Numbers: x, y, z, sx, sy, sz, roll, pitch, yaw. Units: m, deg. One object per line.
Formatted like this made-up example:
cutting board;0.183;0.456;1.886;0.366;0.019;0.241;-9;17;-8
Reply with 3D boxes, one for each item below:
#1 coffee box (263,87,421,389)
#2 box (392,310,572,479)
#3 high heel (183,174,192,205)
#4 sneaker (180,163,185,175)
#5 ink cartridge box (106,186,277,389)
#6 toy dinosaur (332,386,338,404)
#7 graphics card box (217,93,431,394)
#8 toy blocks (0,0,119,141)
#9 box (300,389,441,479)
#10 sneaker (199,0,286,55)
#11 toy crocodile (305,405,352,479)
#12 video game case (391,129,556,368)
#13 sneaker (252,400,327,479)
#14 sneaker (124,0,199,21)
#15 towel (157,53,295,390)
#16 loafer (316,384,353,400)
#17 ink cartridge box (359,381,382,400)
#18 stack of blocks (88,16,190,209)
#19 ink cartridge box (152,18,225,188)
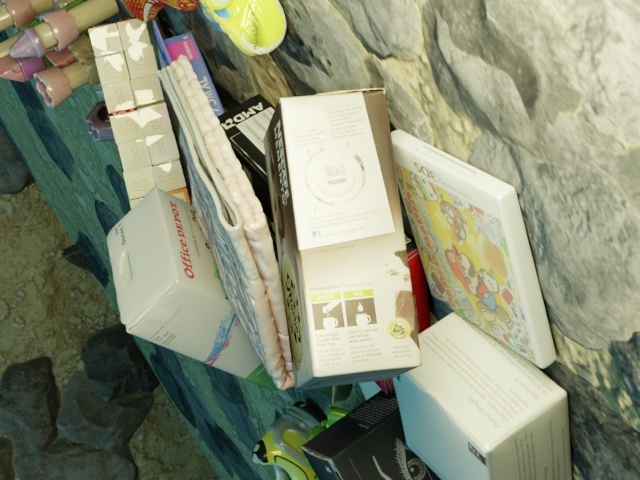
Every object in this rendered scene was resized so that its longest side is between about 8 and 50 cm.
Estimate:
coffee box;0.020;0.003;1.408;0.168;0.119;0.297;128;136;-77
box;0.185;0.207;1.497;0.181;0.119;0.182;43;157;40
high heel;-0.178;-0.057;2.078;0.244;0.082;0.117;43;165;29
sneaker;-0.272;-0.095;2.240;0.123;0.106;0.290;33;150;49
ink cartridge box;-0.154;0.071;1.873;0.278;0.117;0.201;27;-151;-38
toy dinosaur;0.012;0.136;1.844;0.211;0.112;0.064;51;-170;-45
graphics card box;0.000;0.000;1.695;0.371;0.094;0.232;44;157;37
toy blocks;-0.493;-0.314;2.224;0.288;0.260;0.309;46;158;33
box;0.106;0.279;1.679;0.153;0.207;0.108;62;162;-11
sneaker;-0.132;-0.325;1.523;0.126;0.091;0.240;22;141;62
toy crocodile;0.046;0.368;2.173;0.115;0.105;0.340;8;143;11
video game case;0.159;0.008;1.393;0.206;0.026;0.227;35;151;52
sneaker;0.001;0.486;2.396;0.384;0.147;0.145;61;160;-12
sneaker;-0.200;-0.341;1.732;0.175;0.067;0.064;3;142;50
towel;-0.116;-0.020;1.639;0.317;0.053;0.332;79;168;-48
loafer;-0.030;0.180;2.062;0.251;0.094;0.087;42;155;49
ink cartridge box;0.095;0.238;1.896;0.235;0.056;0.171;25;143;57
stack of blocks;-0.273;-0.183;1.958;0.171;0.087;0.297;-133;31;-76
ink cartridge box;-0.177;-0.163;1.889;0.311;0.065;0.185;85;164;-58
